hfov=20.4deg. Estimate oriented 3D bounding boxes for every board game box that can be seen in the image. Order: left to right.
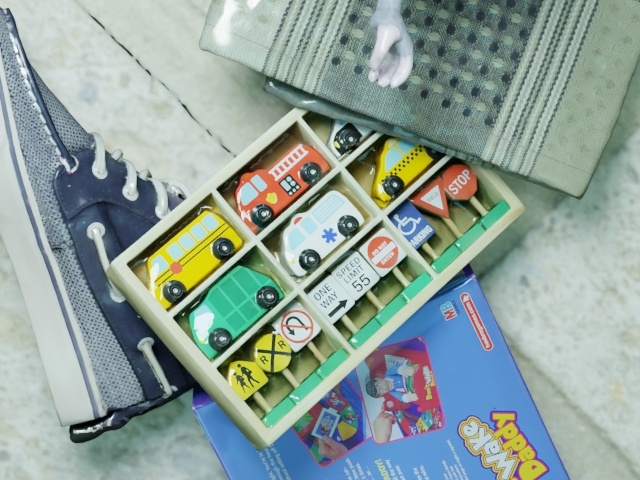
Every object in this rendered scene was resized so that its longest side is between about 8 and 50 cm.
[{"bbox_3d":[0.080,0.216,1.375,0.233,0.078,0.347,-25,103,3],"label":"board game box"}]

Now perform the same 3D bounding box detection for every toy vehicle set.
[{"bbox_3d":[0.000,0.000,1.263,0.267,0.035,0.166,-42,90,-21],"label":"toy vehicle set"}]

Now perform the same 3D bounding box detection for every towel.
[{"bbox_3d":[0.099,-0.223,1.267,0.312,0.056,0.324,21,89,-10],"label":"towel"}]

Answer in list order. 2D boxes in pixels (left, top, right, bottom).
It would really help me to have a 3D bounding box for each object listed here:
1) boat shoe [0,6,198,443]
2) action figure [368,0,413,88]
[{"bbox_3d":[-0.156,-0.031,1.294,0.158,0.127,0.341,-17,111,-6],"label":"boat shoe"},{"bbox_3d":[0.011,-0.285,1.132,0.370,0.248,0.276,18,62,26],"label":"action figure"}]
